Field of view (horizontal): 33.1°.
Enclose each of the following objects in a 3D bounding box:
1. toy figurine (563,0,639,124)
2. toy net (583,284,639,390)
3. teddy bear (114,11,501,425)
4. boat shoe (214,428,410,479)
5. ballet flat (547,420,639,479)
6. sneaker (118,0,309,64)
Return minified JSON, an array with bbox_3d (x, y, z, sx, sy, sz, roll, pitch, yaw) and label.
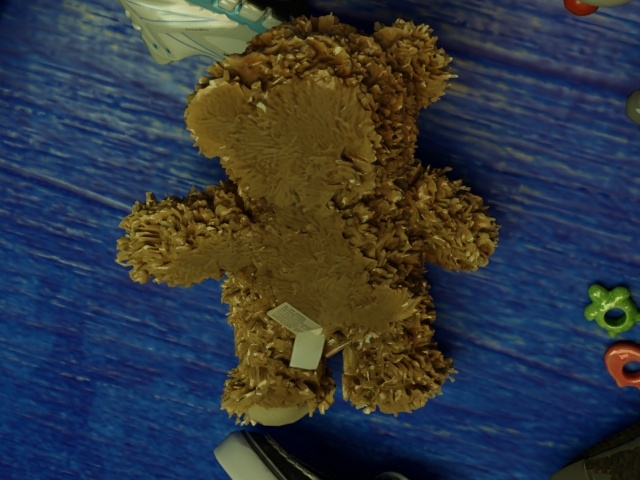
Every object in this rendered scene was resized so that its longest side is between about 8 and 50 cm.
[{"bbox_3d":[0.243,-0.142,0.572,0.213,0.148,0.210,-25,110,22],"label":"toy figurine"},{"bbox_3d":[0.281,0.116,0.758,0.122,0.045,0.232,-24,110,22],"label":"toy net"},{"bbox_3d":[0.000,0.000,0.711,0.245,0.113,0.338,-17,129,14],"label":"teddy bear"},{"bbox_3d":[0.055,0.229,0.838,0.301,0.108,0.102,40,85,-6],"label":"boat shoe"},{"bbox_3d":[0.256,0.149,0.743,0.250,0.058,0.084,-43,61,44],"label":"ballet flat"},{"bbox_3d":[-0.108,-0.158,0.686,0.190,0.071,0.083,30,125,-4],"label":"sneaker"}]
